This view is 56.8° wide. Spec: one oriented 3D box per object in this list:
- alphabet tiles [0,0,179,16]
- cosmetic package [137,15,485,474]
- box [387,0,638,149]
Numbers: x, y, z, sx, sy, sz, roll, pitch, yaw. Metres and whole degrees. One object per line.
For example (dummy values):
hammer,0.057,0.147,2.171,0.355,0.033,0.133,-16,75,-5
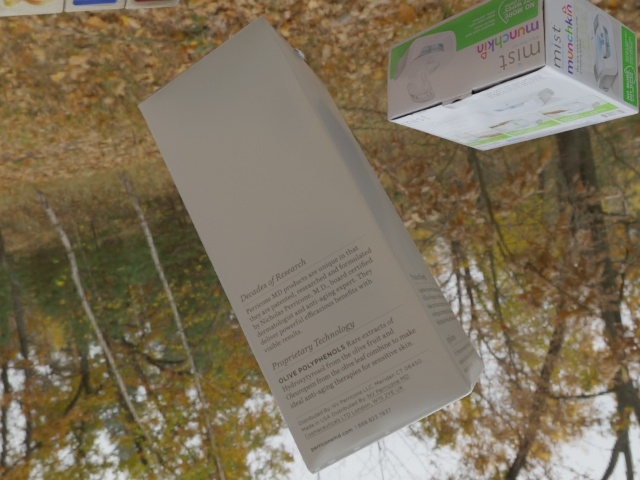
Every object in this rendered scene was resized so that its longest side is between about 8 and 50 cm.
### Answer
alphabet tiles,-0.175,-0.270,0.424,0.343,0.011,0.285,-20,164,-34
cosmetic package,0.000,0.000,0.574,0.155,0.365,0.197,-32,164,13
box,0.264,-0.228,0.839,0.231,0.126,0.262,8,171,-36
